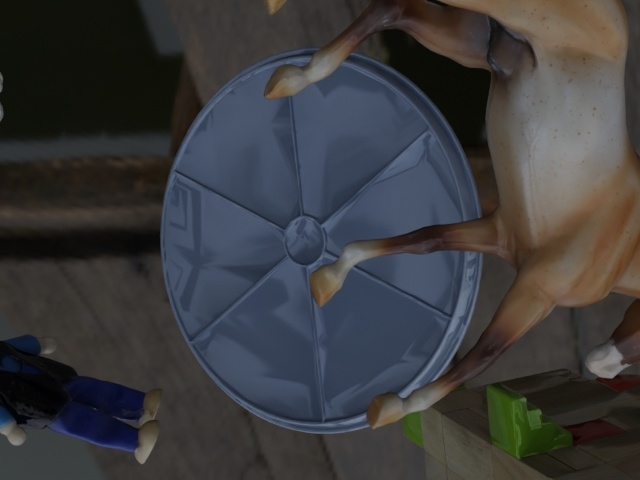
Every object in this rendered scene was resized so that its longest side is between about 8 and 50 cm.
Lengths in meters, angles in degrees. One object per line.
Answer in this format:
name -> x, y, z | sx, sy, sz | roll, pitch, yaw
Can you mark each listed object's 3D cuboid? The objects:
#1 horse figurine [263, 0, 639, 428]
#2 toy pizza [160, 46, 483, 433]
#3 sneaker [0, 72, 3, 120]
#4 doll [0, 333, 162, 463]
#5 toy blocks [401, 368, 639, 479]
horse figurine -> 0.069, -0.047, 0.643 | 0.175, 0.066, 0.263 | -18, 102, -17
toy pizza -> 0.000, 0.000, 0.845 | 0.201, 0.201, 0.032 | -22, 169, 32
sneaker -> -0.310, -0.144, 1.266 | 0.115, 0.232, 0.090 | 22, 117, -38
doll -> -0.223, 0.119, 1.298 | 0.189, 0.129, 0.046 | 20, 124, -15
toy blocks -> 0.258, 0.182, 1.303 | 0.261, 0.381, 0.190 | -10, 102, -19
